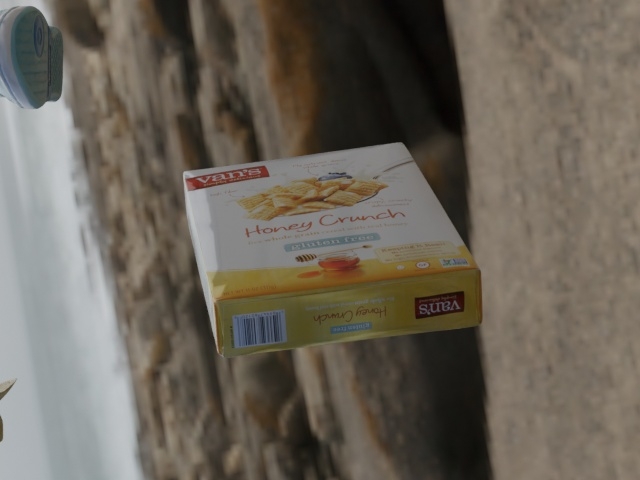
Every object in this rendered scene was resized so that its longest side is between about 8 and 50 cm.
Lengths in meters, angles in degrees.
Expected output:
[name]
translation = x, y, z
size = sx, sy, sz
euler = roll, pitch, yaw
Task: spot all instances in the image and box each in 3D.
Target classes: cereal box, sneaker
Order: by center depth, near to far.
[cereal box]
translation = 0.000, 0.000, 1.146
size = 0.240, 0.173, 0.047
euler = -114, 18, -65
[sneaker]
translation = -0.440, -0.226, 2.072
size = 0.319, 0.208, 0.127
euler = 123, 149, -88

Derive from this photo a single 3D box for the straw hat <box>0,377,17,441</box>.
[straw hat]
translation = -0.429, 0.233, 2.087
size = 0.061, 0.144, 0.144
euler = 62, 170, -5
